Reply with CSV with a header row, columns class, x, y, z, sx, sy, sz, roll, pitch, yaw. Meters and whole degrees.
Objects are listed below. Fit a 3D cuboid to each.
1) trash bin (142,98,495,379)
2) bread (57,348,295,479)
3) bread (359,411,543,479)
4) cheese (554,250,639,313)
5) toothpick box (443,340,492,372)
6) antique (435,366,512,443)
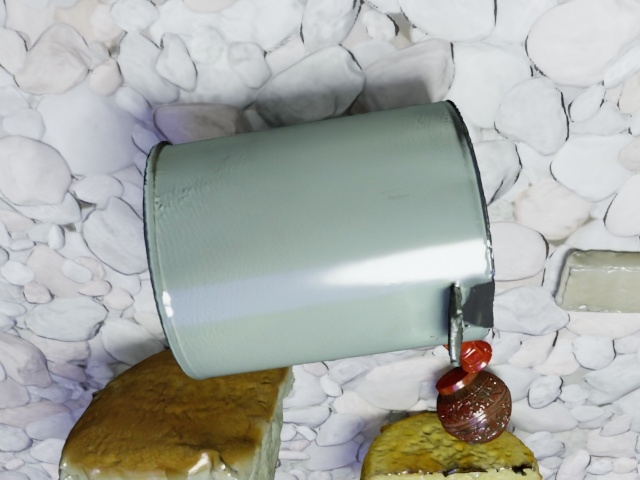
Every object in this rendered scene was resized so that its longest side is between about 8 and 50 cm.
class,x,y,z,sx,sy,sz,roll,pitch,yaw
trash bin,0.000,0.000,0.626,0.263,0.277,0.217,-9,132,1
bread,-0.177,0.255,0.876,0.279,0.250,0.224,1,125,10
bread,0.167,0.324,0.982,0.261,0.147,0.160,-4,123,-2
cheese,0.474,0.052,0.790,0.401,0.034,0.085,2,132,1
toothpick box,0.171,0.124,0.861,0.047,0.047,0.083,-33,123,28
antique,0.200,0.215,0.907,0.104,0.104,0.104,2,132,2
